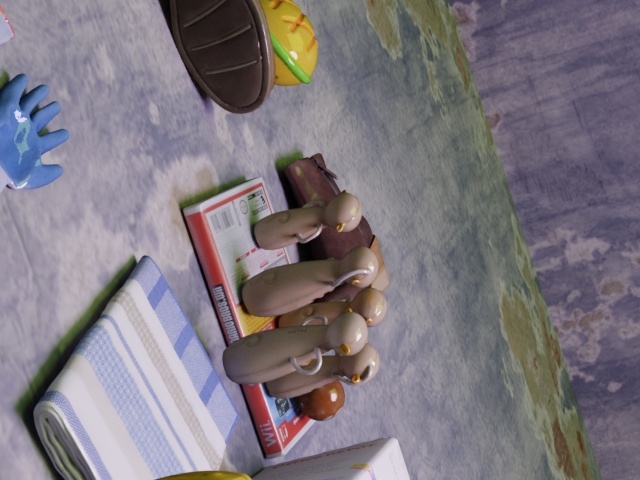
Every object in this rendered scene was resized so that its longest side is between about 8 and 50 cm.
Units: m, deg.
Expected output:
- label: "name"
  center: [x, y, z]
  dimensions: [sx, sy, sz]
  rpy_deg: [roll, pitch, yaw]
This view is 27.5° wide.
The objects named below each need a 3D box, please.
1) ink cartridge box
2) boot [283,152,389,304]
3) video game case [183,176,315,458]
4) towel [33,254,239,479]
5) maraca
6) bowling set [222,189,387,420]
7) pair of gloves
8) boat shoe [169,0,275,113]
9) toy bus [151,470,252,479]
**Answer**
- label: "ink cartridge box"
  center: [-0.009, 0.273, 1.273]
  dimensions: [0.212, 0.154, 0.093]
  rpy_deg: [-28, 101, -71]
- label: "boot"
  center: [0.000, 0.000, 1.663]
  dimensions: [0.207, 0.090, 0.248]
  rpy_deg: [61, 20, -3]
- label: "video game case"
  center: [-0.064, 0.079, 1.476]
  dimensions: [0.204, 0.025, 0.285]
  rpy_deg: [-34, 106, -70]
- label: "towel"
  center: [-0.154, 0.158, 1.156]
  dimensions: [0.209, 0.034, 0.285]
  rpy_deg: [64, 19, -19]
- label: "maraca"
  center: [-0.072, -0.268, 1.632]
  dimensions: [0.186, 0.099, 0.127]
  rpy_deg: [52, 4, 14]
- label: "bowling set"
  center: [0.017, 0.093, 1.415]
  dimensions: [0.287, 0.154, 0.200]
  rpy_deg: [-82, 149, -49]
- label: "pair of gloves"
  center: [-0.272, -0.128, 1.076]
  dimensions: [0.159, 0.023, 0.198]
  rpy_deg: [-63, 134, -63]
- label: "boat shoe"
  center: [-0.122, -0.299, 1.486]
  dimensions: [0.104, 0.110, 0.307]
  rpy_deg: [-56, 127, -64]
- label: "toy bus"
  center: [-0.129, 0.278, 0.869]
  dimensions: [0.211, 0.149, 0.220]
  rpy_deg: [-1, 78, -57]
